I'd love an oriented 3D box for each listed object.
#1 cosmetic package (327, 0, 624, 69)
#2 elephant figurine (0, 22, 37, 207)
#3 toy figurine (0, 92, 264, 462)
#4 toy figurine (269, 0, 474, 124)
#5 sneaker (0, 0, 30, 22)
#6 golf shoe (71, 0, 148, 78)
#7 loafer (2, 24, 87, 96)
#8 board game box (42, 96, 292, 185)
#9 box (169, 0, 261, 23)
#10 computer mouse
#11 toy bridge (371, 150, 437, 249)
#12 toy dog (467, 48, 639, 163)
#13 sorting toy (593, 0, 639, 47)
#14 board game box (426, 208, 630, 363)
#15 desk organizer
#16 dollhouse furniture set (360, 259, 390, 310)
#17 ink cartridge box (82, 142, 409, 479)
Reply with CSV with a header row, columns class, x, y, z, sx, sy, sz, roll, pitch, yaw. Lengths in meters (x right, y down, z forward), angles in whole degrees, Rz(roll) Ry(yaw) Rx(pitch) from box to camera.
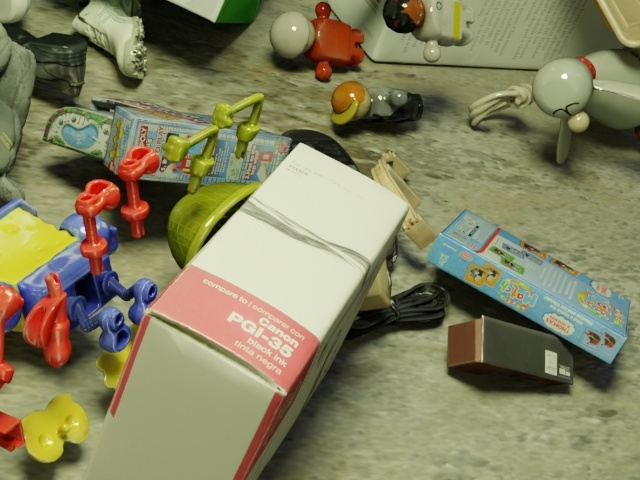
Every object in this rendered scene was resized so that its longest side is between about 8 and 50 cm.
class,x,y,z,sx,sy,sz,roll,pitch,yaw
cosmetic package,0.264,-0.385,1.677,0.453,0.230,0.161,-2,42,-31
elephant figurine,-0.396,-0.146,1.093,0.240,0.186,0.169,11,-8,27
toy figurine,-0.222,-0.007,0.966,0.217,0.191,0.362,16,39,26
toy figurine,0.059,-0.260,1.422,0.148,0.213,0.209,3,44,-44
sneaker,-0.357,-0.351,1.411,0.151,0.094,0.256,-3,44,-35
golf shoe,-0.249,-0.242,1.372,0.086,0.069,0.176,-6,37,-10
loafer,-0.329,-0.195,1.257,0.170,0.061,0.062,14,27,25
board game box,-0.162,-0.099,1.128,0.194,0.060,0.194,18,10,27
box,-0.184,-0.369,1.423,0.231,0.126,0.262,24,12,1
computer mouse,0.000,0.000,1.193,0.184,0.060,0.262,-13,61,-45
toy bridge,0.084,-0.058,1.284,0.063,0.026,0.188,44,15,-24
toy dog,0.377,-0.170,1.530,0.334,0.220,0.161,-23,87,-36
sorting toy,0.404,-0.348,1.547,0.193,0.038,0.208,-20,76,-43
board game box,0.225,0.043,1.234,0.212,0.039,0.160,29,17,10
desk organizer,0.189,0.113,1.152,0.130,0.050,0.047,17,67,-35
dollhouse furniture set,0.030,0.019,1.141,0.091,0.081,0.114,-9,74,10
ink cartridge box,-0.052,0.078,0.933,0.117,0.207,0.283,29,36,7
